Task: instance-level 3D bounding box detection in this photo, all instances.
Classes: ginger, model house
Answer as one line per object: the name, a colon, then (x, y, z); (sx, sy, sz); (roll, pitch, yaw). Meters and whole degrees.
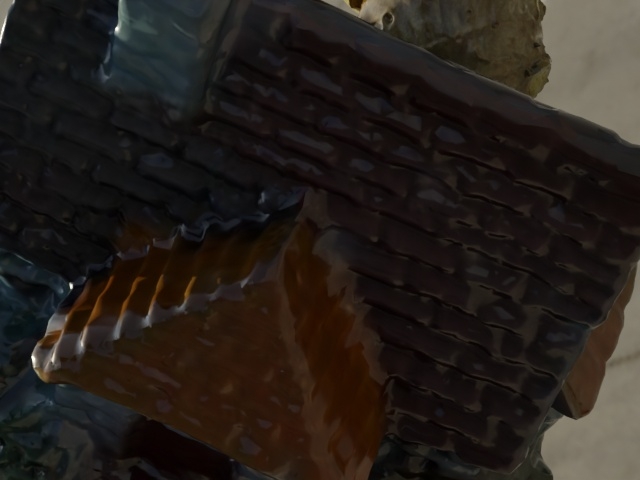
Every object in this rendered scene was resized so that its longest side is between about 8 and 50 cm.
ginger: (0.077, -0.147, 1.134); (0.102, 0.157, 0.216); (70, -162, -70)
model house: (0.000, 0.000, 0.882); (0.339, 0.360, 0.297); (115, 180, -63)
